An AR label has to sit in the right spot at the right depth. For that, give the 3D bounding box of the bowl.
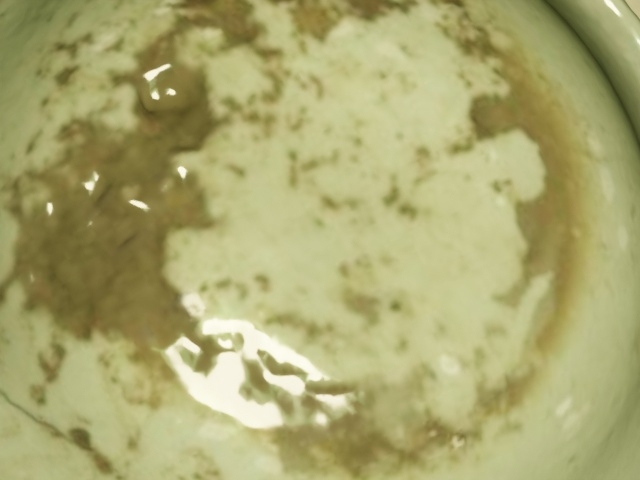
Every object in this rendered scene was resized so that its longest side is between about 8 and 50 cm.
[{"bbox_3d":[0.000,0.000,0.551,0.289,0.146,0.289,6,109,16],"label":"bowl"}]
